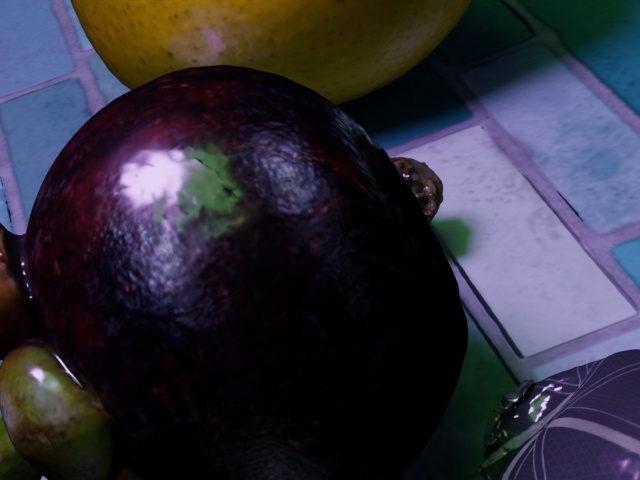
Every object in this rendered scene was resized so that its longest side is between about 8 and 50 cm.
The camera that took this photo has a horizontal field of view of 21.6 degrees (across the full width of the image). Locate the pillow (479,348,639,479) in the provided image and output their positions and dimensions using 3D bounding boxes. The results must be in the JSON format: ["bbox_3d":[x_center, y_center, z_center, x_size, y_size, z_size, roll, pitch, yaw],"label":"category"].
[{"bbox_3d":[0.224,0.146,0.901,0.161,0.092,0.335,-35,35,-21],"label":"pillow"}]

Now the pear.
[{"bbox_3d":[-0.033,-0.287,1.446,0.418,0.362,0.362,-26,25,28],"label":"pear"}]

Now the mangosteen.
[{"bbox_3d":[-0.063,0.048,1.021,0.300,0.300,0.300,-12,32,8],"label":"mangosteen"}]

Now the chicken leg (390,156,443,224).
[{"bbox_3d":[0.003,0.002,1.255,0.196,0.080,0.125,-30,23,-7],"label":"chicken leg"}]
